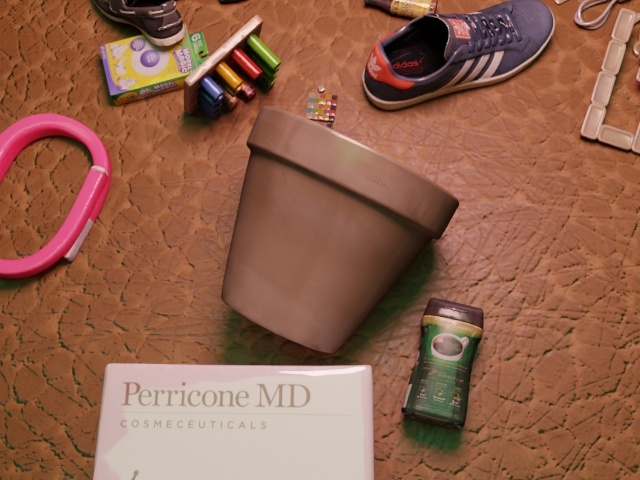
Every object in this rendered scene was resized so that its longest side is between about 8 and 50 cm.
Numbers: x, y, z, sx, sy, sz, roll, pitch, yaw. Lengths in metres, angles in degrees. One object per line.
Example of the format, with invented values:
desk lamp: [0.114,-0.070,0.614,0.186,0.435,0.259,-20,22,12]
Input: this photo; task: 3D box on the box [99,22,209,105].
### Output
box: [-0.282,-0.307,1.447,0.179,0.043,0.105,-16,71,-5]

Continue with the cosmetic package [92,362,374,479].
cosmetic package: [-0.097,0.379,1.064,0.329,0.327,0.394,0,71,2]

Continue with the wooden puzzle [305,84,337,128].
wooden puzzle: [0.002,-0.227,1.429,0.049,0.006,0.083,7,72,4]

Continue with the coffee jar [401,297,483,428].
coffee jar: [0.185,0.181,1.250,0.096,0.079,0.184,13,73,9]

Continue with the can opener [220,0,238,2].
can opener: [-0.208,-0.459,1.485,0.186,0.059,0.073,-9,72,-2]

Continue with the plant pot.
plant pot: [0.000,0.000,1.220,0.323,0.323,0.280,25,90,10]

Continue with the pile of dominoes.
pile of dominoes: [0.561,-0.258,1.409,0.195,0.040,0.251,20,84,3]

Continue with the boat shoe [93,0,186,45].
boat shoe: [-0.321,-0.417,1.446,0.084,0.079,0.233,-42,55,-20]

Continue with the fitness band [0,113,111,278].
fitness band: [-0.468,-0.074,1.370,0.209,0.054,0.291,20,72,8]

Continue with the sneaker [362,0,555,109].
sneaker: [0.238,-0.329,1.381,0.350,0.148,0.131,-25,73,-7]

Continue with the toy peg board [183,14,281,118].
toy peg board: [-0.140,-0.263,1.373,0.079,0.161,0.160,45,78,-1]

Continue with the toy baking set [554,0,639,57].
toy baking set: [0.548,-0.428,1.466,0.256,0.030,0.197,30,75,11]

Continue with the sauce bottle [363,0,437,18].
sauce bottle: [0.140,-0.416,1.470,0.128,0.042,0.042,12,72,8]
